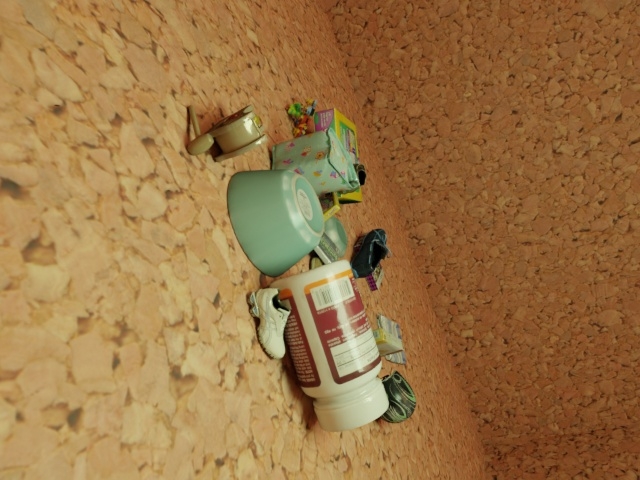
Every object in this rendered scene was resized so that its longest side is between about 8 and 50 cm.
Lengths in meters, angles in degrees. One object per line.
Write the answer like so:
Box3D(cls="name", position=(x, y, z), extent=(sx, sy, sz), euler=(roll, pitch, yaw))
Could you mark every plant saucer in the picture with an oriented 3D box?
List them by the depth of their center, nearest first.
Box3D(cls="plant saucer", position=(0.072, -0.026, 1.810), extent=(0.195, 0.037, 0.195), euler=(51, 28, -42))

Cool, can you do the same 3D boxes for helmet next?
Box3D(cls="helmet", position=(0.259, 0.565, 1.574), extent=(0.162, 0.169, 0.169), euler=(58, 17, 13))

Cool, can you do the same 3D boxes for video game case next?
Box3D(cls="video game case", position=(0.000, 0.000, 1.538), extent=(0.190, 0.022, 0.173), euler=(53, 19, -13))
Box3D(cls="video game case", position=(0.233, 0.097, 2.108), extent=(0.232, 0.041, 0.210), euler=(67, 21, -10))

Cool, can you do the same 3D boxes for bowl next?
Box3D(cls="bowl", position=(-0.098, -0.070, 1.220), extent=(0.311, 0.163, 0.312), euler=(54, 26, -41))

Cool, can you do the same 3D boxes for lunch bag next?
Box3D(cls="lunch bag", position=(-0.011, -0.238, 1.508), extent=(0.262, 0.223, 0.160), euler=(40, 43, -56))

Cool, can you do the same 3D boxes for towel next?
Box3D(cls="towel", position=(0.337, 0.464, 2.059), extent=(0.285, 0.034, 0.209), euler=(36, 40, -58))

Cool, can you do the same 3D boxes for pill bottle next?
Box3D(cls="pill bottle", position=(0.028, 0.264, 1.151), extent=(0.224, 0.224, 0.392), euler=(-9, 81, -70))

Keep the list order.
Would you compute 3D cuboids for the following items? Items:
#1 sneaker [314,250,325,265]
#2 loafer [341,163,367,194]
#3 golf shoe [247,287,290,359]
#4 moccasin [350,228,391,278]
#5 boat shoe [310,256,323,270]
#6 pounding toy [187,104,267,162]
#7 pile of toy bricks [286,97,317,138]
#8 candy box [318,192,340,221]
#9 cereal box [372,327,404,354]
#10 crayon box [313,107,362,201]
Box3D(cls="sneaker", position=(0.014, 0.055, 1.578), extent=(0.098, 0.038, 0.069), euler=(63, 22, -21))
Box3D(cls="loafer", position=(0.153, -0.252, 1.819), extent=(0.251, 0.087, 0.094), euler=(-58, 139, -56))
Box3D(cls="golf shoe", position=(-0.108, 0.198, 1.059), extent=(0.069, 0.086, 0.176), euler=(-34, 106, -71))
Box3D(cls="moccasin", position=(0.248, 0.059, 1.963), extent=(0.138, 0.116, 0.342), euler=(57, 39, -22))
Box3D(cls="boat shoe", position=(0.014, 0.136, 1.453), extent=(0.068, 0.072, 0.190), euler=(39, 37, -55))
Box3D(cls="pounding toy", position=(-0.224, -0.299, 1.109), extent=(0.155, 0.154, 0.269), euler=(62, 21, -24))
Box3D(cls="pile of toy bricks", position=(-0.087, -0.513, 1.777), extent=(0.105, 0.118, 0.212), euler=(23, 50, -11))
Box3D(cls="candy box", position=(0.017, -0.126, 1.599), extent=(0.027, 0.105, 0.206), euler=(43, 16, -20))
Box3D(cls="cereal box", position=(0.172, 0.361, 1.515), extent=(0.240, 0.173, 0.047), euler=(39, 37, -55))
Box3D(cls="crayon box", position=(0.080, -0.349, 1.923), extent=(0.313, 0.106, 0.363), euler=(-2, 87, -68))
